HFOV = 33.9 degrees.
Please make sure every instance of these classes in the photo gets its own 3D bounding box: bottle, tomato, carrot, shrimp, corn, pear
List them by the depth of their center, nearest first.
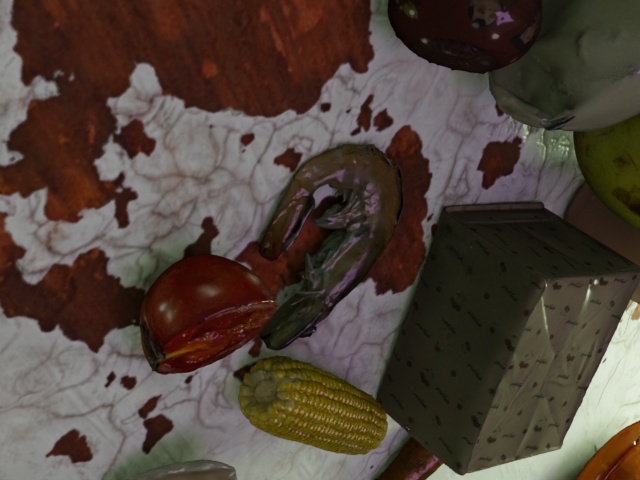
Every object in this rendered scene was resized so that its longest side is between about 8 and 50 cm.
[{"bbox_3d":[-0.124,0.067,1.059,0.139,0.091,0.159,-20,158,-22],"label":"tomato"},{"bbox_3d":[0.001,0.000,1.162,0.253,0.058,0.173,-49,133,-12],"label":"shrimp"},{"bbox_3d":[-0.002,0.204,1.271,0.244,0.093,0.093,29,96,-51],"label":"corn"},{"bbox_3d":[0.463,-0.132,1.342,0.283,0.283,0.283,-25,133,-31],"label":"pear"},{"bbox_3d":[0.488,0.025,1.467,0.206,0.297,0.173,3,116,-46],"label":"bottle"},{"bbox_3d":[0.130,0.329,1.521,0.186,0.060,0.060,-46,140,-1],"label":"carrot"}]

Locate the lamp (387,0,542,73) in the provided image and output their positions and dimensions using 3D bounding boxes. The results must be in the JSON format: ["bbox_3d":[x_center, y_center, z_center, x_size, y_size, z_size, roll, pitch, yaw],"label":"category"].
[{"bbox_3d":[0.147,-0.244,1.061,0.156,0.157,0.135,16,87,-35],"label":"lamp"}]

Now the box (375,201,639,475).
[{"bbox_3d":[0.244,0.122,1.382,0.225,0.190,0.297,-3,119,-42],"label":"box"}]

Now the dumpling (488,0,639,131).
[{"bbox_3d":[0.323,-0.232,1.199,0.293,0.204,0.163,-26,148,3],"label":"dumpling"}]

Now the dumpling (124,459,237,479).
[{"bbox_3d":[-0.170,0.383,1.166,0.227,0.243,0.175,-3,158,-30],"label":"dumpling"}]

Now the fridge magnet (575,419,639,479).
[{"bbox_3d":[0.588,0.494,2.011,0.363,0.155,0.363,-26,134,-31],"label":"fridge magnet"}]
